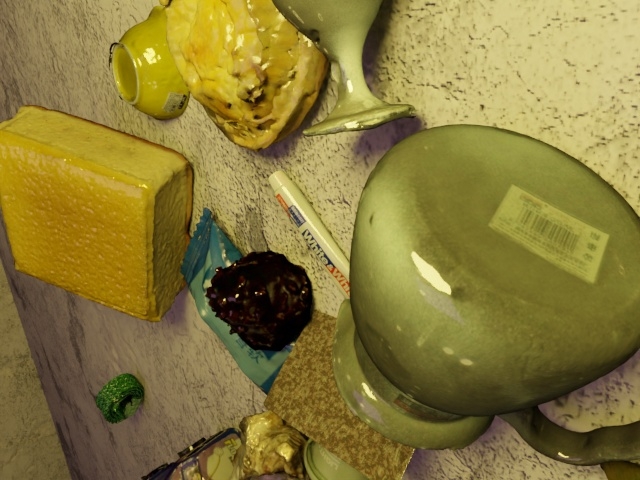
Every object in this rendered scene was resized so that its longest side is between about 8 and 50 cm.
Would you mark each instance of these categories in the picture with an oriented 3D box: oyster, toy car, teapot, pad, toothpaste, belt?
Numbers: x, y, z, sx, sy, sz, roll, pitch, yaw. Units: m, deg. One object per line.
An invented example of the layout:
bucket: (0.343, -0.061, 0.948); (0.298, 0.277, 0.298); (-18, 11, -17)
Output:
oyster: (-0.080, 0.360, 0.872); (0.341, 0.166, 0.110); (93, 179, -53)
toy car: (-0.229, 0.481, 1.047); (0.172, 0.235, 0.158); (53, 127, 15)
teapot: (0.154, 0.075, 0.480); (0.285, 0.305, 0.223); (109, 168, -48)
pad: (0.037, 0.192, 0.685); (0.235, 0.158, 0.003); (17, 161, 42)
toothpaste: (0.000, 0.000, 0.705); (0.218, 0.033, 0.052); (56, 144, 5)
belt: (-0.543, 0.442, 1.453); (0.079, 0.121, 0.151); (40, 139, 24)

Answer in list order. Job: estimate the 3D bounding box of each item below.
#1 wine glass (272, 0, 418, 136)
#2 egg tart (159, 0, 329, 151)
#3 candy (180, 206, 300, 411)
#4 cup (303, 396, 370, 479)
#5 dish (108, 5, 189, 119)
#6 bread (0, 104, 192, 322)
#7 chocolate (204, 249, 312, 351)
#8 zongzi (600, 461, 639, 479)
wine glass: (0.014, -0.225, 0.503); (0.126, 0.126, 0.241); (2, 109, 48)
egg tart: (-0.115, -0.246, 0.649); (0.291, 0.107, 0.290); (23, 123, 39)
candy: (-0.133, 0.123, 0.879); (0.331, 0.077, 0.187); (49, 131, 16)
cup: (0.044, 0.271, 0.728); (0.120, 0.120, 0.141); (32, 121, 34)
dish: (-0.279, -0.272, 0.840); (0.149, 0.080, 0.207); (44, 137, 23)
bread: (-0.408, -0.043, 0.960); (0.333, 0.143, 0.323); (20, 126, 9)
chocolate: (-0.105, 0.082, 0.738); (0.156, 0.133, 0.156); (-2, 85, 27)
zongzi: (0.309, 0.217, 0.338); (0.300, 0.138, 0.286); (44, 170, 44)
